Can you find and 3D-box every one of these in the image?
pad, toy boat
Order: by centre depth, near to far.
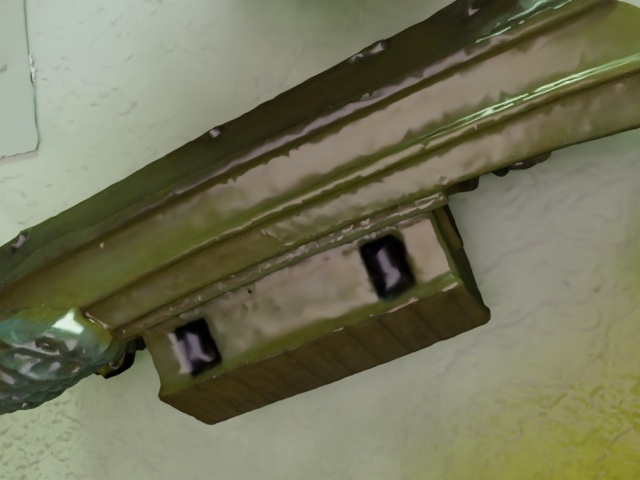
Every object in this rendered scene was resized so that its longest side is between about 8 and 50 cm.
[{"bbox_3d":[0.000,0.000,0.381,0.445,0.136,0.162,-26,90,14],"label":"toy boat"},{"bbox_3d":[-0.323,-0.130,0.532,0.232,0.004,0.157,-7,89,16],"label":"pad"}]
